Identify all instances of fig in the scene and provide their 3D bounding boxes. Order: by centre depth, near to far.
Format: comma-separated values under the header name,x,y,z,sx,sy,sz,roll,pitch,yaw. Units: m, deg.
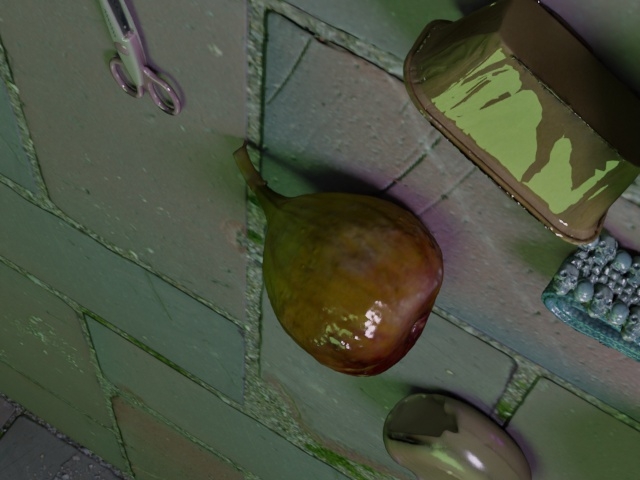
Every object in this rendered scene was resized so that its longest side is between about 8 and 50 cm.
name,x,y,z,sx,sy,sz,roll,pitch,yaw
fig,0.000,0.000,1.020,0.257,0.159,0.159,49,160,21

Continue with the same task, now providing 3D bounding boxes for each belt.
name,x,y,z,sx,sy,sz,roll,pitch,yaw
belt,0.265,0.066,0.871,0.179,0.065,0.100,28,162,10

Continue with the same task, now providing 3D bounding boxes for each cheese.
name,x,y,z,sx,sy,sz,roll,pitch,yaw
cheese,0.191,0.290,1.319,0.163,0.082,0.286,5,142,49

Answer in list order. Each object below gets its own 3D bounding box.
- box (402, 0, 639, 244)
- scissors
name,x,y,z,sx,sy,sz,roll,pitch,yaw
box,0.136,-0.080,0.729,0.177,0.111,0.111,41,154,-11
scissors,-0.177,-0.180,1.028,0.085,0.022,0.176,29,157,21
